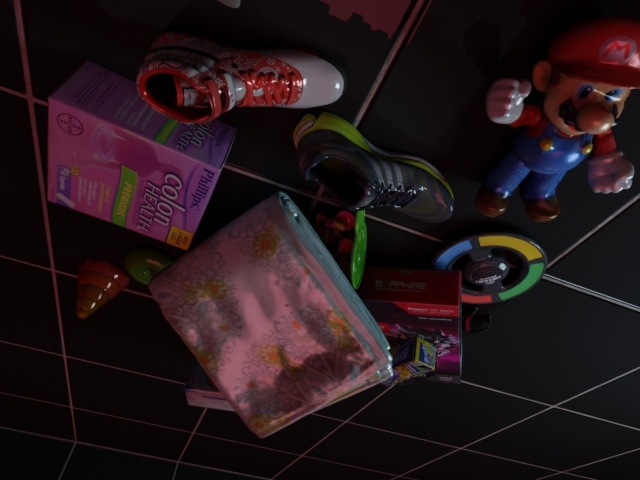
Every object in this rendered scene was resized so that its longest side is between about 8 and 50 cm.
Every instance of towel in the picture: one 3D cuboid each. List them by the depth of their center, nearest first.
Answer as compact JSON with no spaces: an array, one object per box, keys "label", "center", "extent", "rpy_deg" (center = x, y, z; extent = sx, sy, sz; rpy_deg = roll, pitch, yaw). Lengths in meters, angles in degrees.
[{"label":"towel","center":[-0.090,0.147,0.770],"extent":[0.321,0.090,0.374],"rpy_deg":[-32,95,16]}]

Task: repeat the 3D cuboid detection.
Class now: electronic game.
[{"label":"electronic game","center":[0.336,0.059,0.876],"extent":[0.230,0.048,0.229],"rpy_deg":[3,137,3]}]

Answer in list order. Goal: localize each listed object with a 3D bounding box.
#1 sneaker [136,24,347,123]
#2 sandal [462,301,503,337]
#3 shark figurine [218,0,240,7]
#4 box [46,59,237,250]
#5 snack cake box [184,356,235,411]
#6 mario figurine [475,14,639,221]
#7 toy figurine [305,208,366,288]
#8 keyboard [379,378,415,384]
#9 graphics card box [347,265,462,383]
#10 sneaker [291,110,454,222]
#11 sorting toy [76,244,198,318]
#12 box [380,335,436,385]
[{"label":"sneaker","center":[-0.100,-0.202,0.576],"extent":[0.270,0.144,0.090],"rpy_deg":[11,137,-6]},{"label":"sandal","center":[0.371,0.186,1.014],"extent":[0.067,0.040,0.179],"rpy_deg":[11,137,-5]},{"label":"shark figurine","center":[-0.235,-0.345,0.466],"extent":[0.279,0.116,0.166],"rpy_deg":[5,136,-1]},{"label":"box","center":[-0.293,-0.125,0.705],"extent":[0.243,0.117,0.213],"rpy_deg":[22,135,-17]},{"label":"snack cake box","center":[-0.192,0.243,0.981],"extent":[0.152,0.264,0.089],"rpy_deg":[8,136,-2]},{"label":"mario figurine","center":[0.320,-0.130,0.578],"extent":[0.198,0.170,0.320],"rpy_deg":[-25,149,-17]},{"label":"toy figurine","center":[0.000,0.000,0.824],"extent":[0.160,0.130,0.173],"rpy_deg":[6,116,14]},{"label":"keyboard","center":[0.188,0.415,1.278],"extent":[0.180,0.023,0.108],"rpy_deg":[2,155,-3]},{"label":"graphics card box","center":[0.203,0.203,0.987],"extent":[0.233,0.094,0.370],"rpy_deg":[1,141,19]},{"label":"sneaker","center":[0.086,-0.088,0.694],"extent":[0.300,0.121,0.111],"rpy_deg":[21,136,-15]},{"label":"sorting toy","center":[-0.416,0.104,0.963],"extent":[0.366,0.126,0.127],"rpy_deg":[-11,134,19]},{"label":"box","center":[0.180,0.270,0.955],"extent":[0.054,0.059,0.169],"rpy_deg":[28,142,-16]}]
